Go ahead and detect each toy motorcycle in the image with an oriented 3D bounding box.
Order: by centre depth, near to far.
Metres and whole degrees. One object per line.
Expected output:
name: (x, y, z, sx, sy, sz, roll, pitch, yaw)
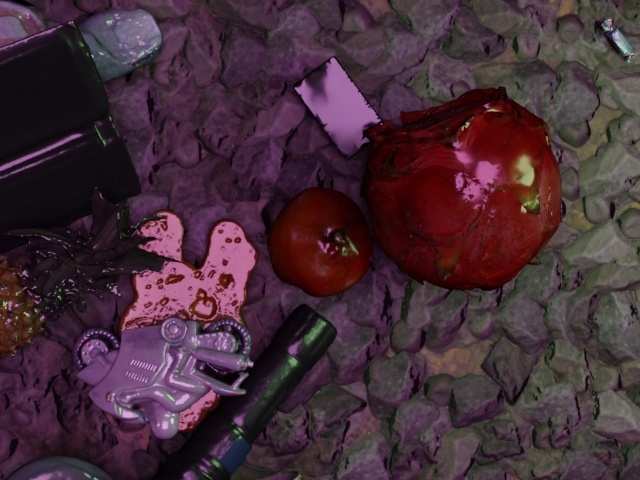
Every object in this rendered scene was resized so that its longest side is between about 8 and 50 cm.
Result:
toy motorcycle: (-0.224, 0.196, 1.243, 0.260, 0.110, 0.171, -4, 83, 3)

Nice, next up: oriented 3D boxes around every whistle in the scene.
whistle: (-0.390, -0.254, 1.254, 0.347, 0.189, 0.189, -20, 94, -32)

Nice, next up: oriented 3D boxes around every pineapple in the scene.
pineapple: (-0.384, 0.047, 1.237, 0.364, 0.165, 0.166, -29, 96, -8)

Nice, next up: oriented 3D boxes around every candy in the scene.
candy: (0.505, -0.339, 1.474, 0.030, 0.020, 0.083, -43, 98, -6)

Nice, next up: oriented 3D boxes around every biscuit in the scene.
biscuit: (-0.204, 0.123, 1.330, 0.202, 0.047, 0.334, 5, 88, -9)

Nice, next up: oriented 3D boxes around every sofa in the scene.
sofa: (0.031, -0.209, 1.373, 0.085, 0.060, 0.147, -37, 97, 9)

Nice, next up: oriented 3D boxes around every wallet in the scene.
wallet: (-0.392, -0.128, 1.193, 0.247, 0.323, 0.041, -26, 54, -11)

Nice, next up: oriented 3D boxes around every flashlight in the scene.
flashlight: (-0.123, 0.263, 1.272, 0.103, 0.103, 0.424, 42, 67, -8)

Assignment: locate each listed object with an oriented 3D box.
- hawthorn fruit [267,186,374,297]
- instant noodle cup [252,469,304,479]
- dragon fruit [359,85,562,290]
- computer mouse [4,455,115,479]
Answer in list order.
hawthorn fruit: (0.000, 0.000, 1.296, 0.169, 0.188, 0.169, 1, 82, -4)
instant noodle cup: (-0.075, 0.448, 1.285, 0.213, 0.213, 0.174, -20, 87, -10)
dragon fruit: (0.206, -0.075, 1.291, 0.295, 0.296, 0.302, -22, 126, -10)
computer mouse: (-0.326, 0.462, 1.271, 0.188, 0.122, 0.371, -42, 104, -16)
